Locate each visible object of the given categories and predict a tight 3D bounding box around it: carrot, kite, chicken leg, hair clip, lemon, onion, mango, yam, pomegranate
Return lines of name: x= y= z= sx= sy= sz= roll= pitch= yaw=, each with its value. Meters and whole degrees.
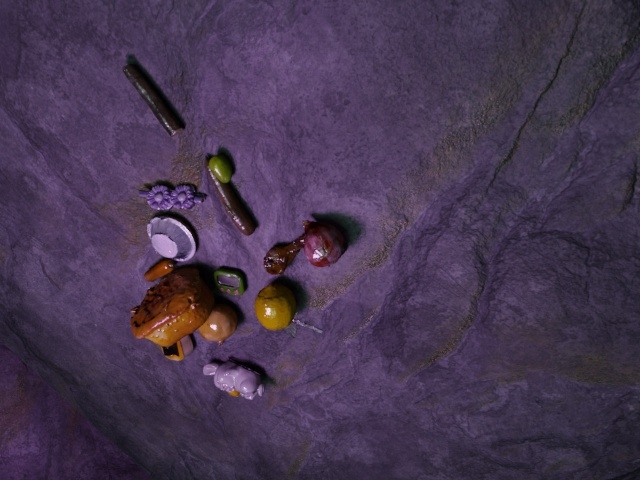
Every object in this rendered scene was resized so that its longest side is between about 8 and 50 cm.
carrot: x=-0.352 y=-0.163 z=1.643 sx=0.070 sy=0.070 sz=0.342 roll=-17 pitch=113 yaw=29
kite: x=-0.107 y=0.362 z=1.931 sx=0.250 sy=0.012 sz=0.229 roll=16 pitch=127 yaw=8
chicken leg: x=-0.128 y=0.050 z=1.695 sx=0.251 sy=0.087 sz=0.107 roll=-33 pitch=124 yaw=27
hair clip: x=-0.590 y=-0.168 z=1.721 sx=0.292 sy=0.084 sz=0.106 roll=2 pitch=79 yaw=16
carrot: x=-0.726 y=0.135 z=1.960 sx=0.225 sy=0.067 sz=0.067 roll=-26 pitch=110 yaw=41
lemon: x=-0.187 y=0.276 z=1.801 sx=0.181 sy=0.180 sz=0.193 roll=29 pitch=111 yaw=1
onion: x=0.000 y=0.000 z=1.569 sx=0.159 sy=0.159 sz=0.195 roll=-40 pitch=87 yaw=35
mango: x=-0.357 y=-0.259 z=1.574 sx=0.056 sy=0.073 sz=0.108 roll=14 pitch=129 yaw=49
yam: x=-0.584 y=-0.490 z=1.518 sx=0.061 sy=0.061 sz=0.274 roll=-23 pitch=111 yaw=31
pomegranate: x=-0.468 y=0.383 z=1.977 sx=0.196 sy=0.196 sz=0.196 roll=10 pitch=125 yaw=14

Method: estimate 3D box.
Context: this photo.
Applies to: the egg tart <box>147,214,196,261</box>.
egg tart: x=-0.638 y=0.002 z=1.840 sx=0.234 sy=0.094 sz=0.234 roll=10 pitch=128 yaw=13

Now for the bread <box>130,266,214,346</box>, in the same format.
bread: x=-0.637 y=0.295 z=1.880 sx=0.358 sy=0.337 sz=0.204 roll=-30 pitch=118 yaw=12

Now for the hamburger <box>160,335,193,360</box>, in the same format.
hamburger: x=-0.738 y=0.511 z=2.208 sx=0.173 sy=0.116 sz=0.210 roll=-1 pitch=118 yaw=11

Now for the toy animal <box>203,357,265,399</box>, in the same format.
toy animal: x=-0.435 y=0.699 z=2.195 sx=0.325 sy=0.154 sz=0.208 roll=5 pitch=148 yaw=42

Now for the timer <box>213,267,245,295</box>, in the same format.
timer: x=-0.393 y=0.179 z=1.895 sx=0.140 sy=0.047 sz=0.128 roll=9 pitch=126 yaw=15
